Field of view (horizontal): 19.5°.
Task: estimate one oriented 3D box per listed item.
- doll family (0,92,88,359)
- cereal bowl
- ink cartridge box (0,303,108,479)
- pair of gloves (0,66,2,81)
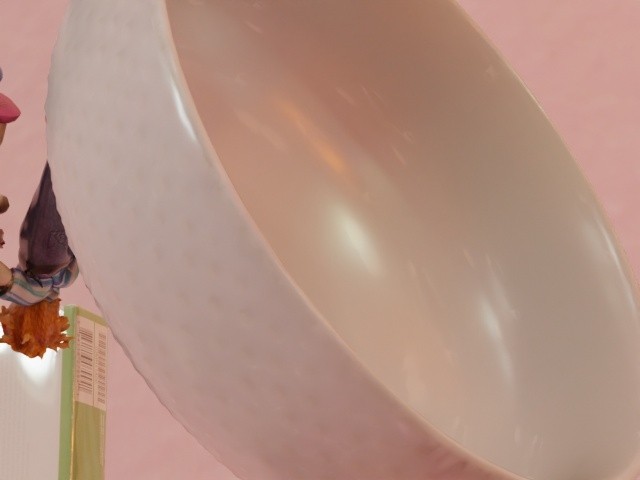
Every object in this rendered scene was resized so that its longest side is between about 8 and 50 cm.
[{"bbox_3d":[-0.154,-0.014,1.171,0.118,0.263,0.163,29,118,18],"label":"doll family"},{"bbox_3d":[0.000,0.000,0.852,0.141,0.339,0.339,-36,100,26],"label":"cereal bowl"},{"bbox_3d":[-0.267,0.141,1.317,0.235,0.056,0.171,-7,73,21],"label":"ink cartridge box"},{"bbox_3d":[-0.238,-0.143,0.963,0.159,0.023,0.198,7,81,-32],"label":"pair of gloves"}]
